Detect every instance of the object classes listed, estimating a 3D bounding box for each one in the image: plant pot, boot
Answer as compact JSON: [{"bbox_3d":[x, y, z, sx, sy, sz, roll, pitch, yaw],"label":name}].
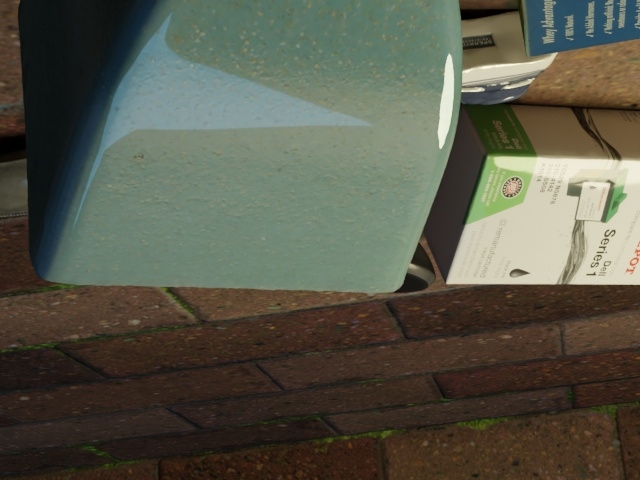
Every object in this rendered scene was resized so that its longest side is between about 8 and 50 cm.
[{"bbox_3d":[-0.041,-0.141,0.782,0.247,0.248,0.252,3,143,-20],"label":"plant pot"},{"bbox_3d":[0.098,-0.140,1.052,0.189,0.069,0.086,-3,158,-12],"label":"boot"},{"bbox_3d":[-0.342,-0.038,1.260,0.208,0.076,0.190,-14,169,-3],"label":"boot"}]

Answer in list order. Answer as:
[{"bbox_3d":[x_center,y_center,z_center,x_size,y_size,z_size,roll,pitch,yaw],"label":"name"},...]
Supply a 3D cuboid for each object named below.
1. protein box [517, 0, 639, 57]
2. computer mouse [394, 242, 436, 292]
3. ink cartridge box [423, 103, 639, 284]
[{"bbox_3d":[0.206,-0.223,0.742,0.201,0.136,0.200,-8,161,9],"label":"protein box"},{"bbox_3d":[0.000,0.000,1.450,0.272,0.072,0.188,9,162,-2],"label":"computer mouse"},{"bbox_3d":[0.230,-0.042,1.242,0.219,0.093,0.160,1,129,-16],"label":"ink cartridge box"}]
